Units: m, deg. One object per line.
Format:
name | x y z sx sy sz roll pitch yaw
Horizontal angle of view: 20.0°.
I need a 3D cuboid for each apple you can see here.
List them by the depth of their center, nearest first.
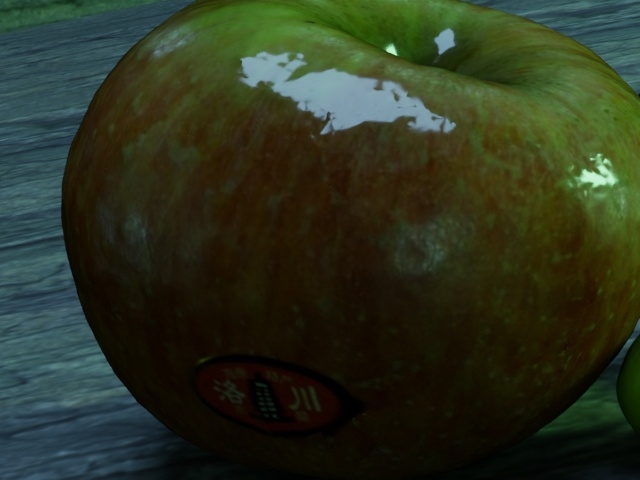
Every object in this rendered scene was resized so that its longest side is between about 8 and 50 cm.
apple | 0.021 0.002 0.948 0.309 0.250 0.277 25 26 34

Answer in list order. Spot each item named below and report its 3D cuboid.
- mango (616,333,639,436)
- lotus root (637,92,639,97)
mango | 0.215 0.070 0.854 0.163 0.089 0.117 -14 21 33
lotus root | 0.295 -0.101 1.345 0.192 0.088 0.113 -20 3 -27
